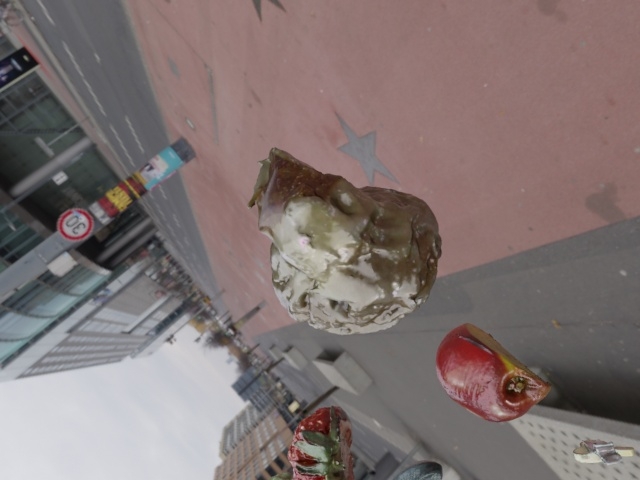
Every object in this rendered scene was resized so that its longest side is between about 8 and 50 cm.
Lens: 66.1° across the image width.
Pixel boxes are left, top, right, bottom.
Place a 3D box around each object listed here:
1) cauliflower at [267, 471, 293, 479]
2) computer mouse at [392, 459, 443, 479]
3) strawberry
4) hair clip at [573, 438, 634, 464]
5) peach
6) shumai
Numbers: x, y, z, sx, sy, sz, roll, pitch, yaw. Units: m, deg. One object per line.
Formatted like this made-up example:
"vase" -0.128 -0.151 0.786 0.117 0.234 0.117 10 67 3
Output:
"cauliflower" -0.046 0.611 0.999 0.260 0.327 0.281 51 -177 23
"computer mouse" 0.231 0.655 1.297 0.113 0.229 0.068 33 -169 -30
"strawberry" 0.007 0.365 0.867 0.228 0.097 0.175 15 -113 -81
"hair clip" 0.855 0.633 1.488 0.218 0.158 0.071 50 -150 -70
"peach" 0.323 0.269 1.049 0.153 0.159 0.267 34 -172 -23
"shumai" 0.000 0.000 0.485 0.205 0.167 0.175 -10 156 40
